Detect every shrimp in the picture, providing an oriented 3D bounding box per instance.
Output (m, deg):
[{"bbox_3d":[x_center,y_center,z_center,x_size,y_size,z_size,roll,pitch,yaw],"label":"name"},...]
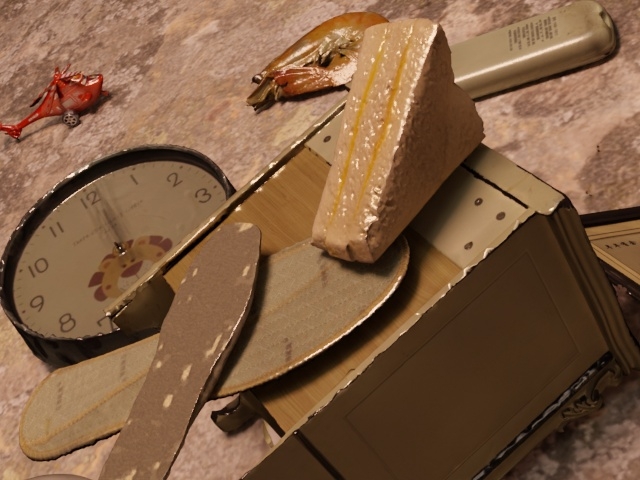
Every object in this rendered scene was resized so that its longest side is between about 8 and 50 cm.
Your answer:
[{"bbox_3d":[-0.004,-0.231,1.328,0.217,0.051,0.115,-28,42,4],"label":"shrimp"}]

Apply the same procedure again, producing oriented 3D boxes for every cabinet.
[{"bbox_3d":[0.039,0.081,0.858,0.318,0.227,0.290,-42,41,-6],"label":"cabinet"}]

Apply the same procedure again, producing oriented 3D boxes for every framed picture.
[{"bbox_3d":[0.305,0.018,0.822,0.195,0.010,0.199,-8,31,-29],"label":"framed picture"}]

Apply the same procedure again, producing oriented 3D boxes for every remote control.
[{"bbox_3d":[0.183,-0.203,1.180,0.310,0.038,0.090,-16,44,21],"label":"remote control"}]

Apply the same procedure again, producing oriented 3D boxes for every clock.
[{"bbox_3d":[-0.232,0.012,1.199,0.313,0.061,0.312,-12,47,13],"label":"clock"}]

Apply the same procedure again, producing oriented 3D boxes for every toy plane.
[{"bbox_3d":[-0.412,-0.199,1.555,0.194,0.077,0.126,-41,36,4],"label":"toy plane"}]

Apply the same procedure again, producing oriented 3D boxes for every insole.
[{"bbox_3d":[-0.098,0.088,0.753,0.081,0.011,0.247,-2,54,37],"label":"insole"},{"bbox_3d":[-0.088,0.079,0.769,0.349,0.009,0.119,-25,42,15],"label":"insole"}]

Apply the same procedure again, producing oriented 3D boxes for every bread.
[{"bbox_3d":[0.039,-0.073,0.737,0.077,0.105,0.152,12,52,49],"label":"bread"}]

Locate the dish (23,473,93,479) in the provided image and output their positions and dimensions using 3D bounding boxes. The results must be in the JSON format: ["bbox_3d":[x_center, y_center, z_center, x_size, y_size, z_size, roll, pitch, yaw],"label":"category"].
[{"bbox_3d":[-0.276,0.318,0.913,0.256,0.117,0.256,-19,41,18],"label":"dish"}]
